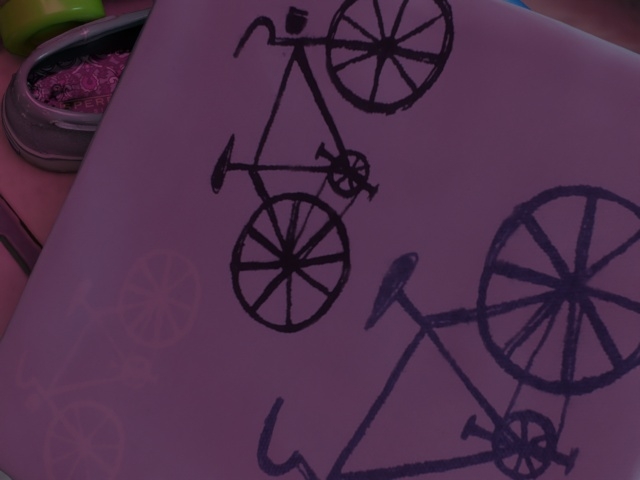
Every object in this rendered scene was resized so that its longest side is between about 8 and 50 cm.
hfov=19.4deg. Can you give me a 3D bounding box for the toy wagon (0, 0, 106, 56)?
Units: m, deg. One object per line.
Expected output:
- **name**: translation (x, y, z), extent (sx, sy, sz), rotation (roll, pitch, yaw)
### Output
- **toy wagon**: translation (-0.089, -0.257, 1.024), extent (0.344, 0.068, 0.267), rotation (-17, 78, -15)

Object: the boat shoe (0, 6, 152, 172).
- **boat shoe**: translation (-0.053, -0.090, 0.982), extent (0.227, 0.081, 0.079), rotation (-15, 79, -14)

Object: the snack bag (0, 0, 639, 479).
- **snack bag**: translation (0.010, 0.034, 0.849), extent (0.342, 0.037, 0.323), rotation (27, 96, 26)

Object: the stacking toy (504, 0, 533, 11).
- **stacking toy**: translation (0.000, 0.000, 0.942), extent (0.302, 0.175, 0.166), rotation (-39, 47, -1)
